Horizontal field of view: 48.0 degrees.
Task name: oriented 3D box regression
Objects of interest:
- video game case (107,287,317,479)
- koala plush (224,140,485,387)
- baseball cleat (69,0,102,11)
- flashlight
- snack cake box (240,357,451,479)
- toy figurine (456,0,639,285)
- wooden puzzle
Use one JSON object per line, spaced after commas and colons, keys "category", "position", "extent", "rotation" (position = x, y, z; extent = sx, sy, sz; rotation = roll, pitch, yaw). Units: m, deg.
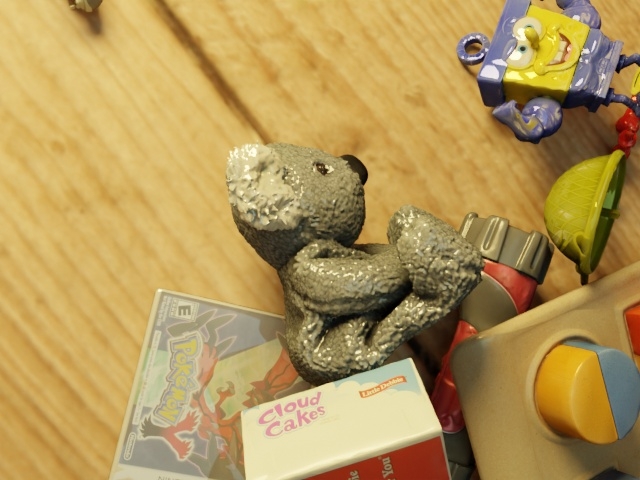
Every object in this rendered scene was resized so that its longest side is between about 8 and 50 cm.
{"category": "video game case", "position": [-0.099, 0.165, 0.726], "extent": [0.184, 0.023, 0.201], "rotation": [14, 85, -13]}
{"category": "koala plush", "position": [0.000, 0.000, 0.665], "extent": [0.203, 0.196, 0.221], "rotation": [-42, 94, 7]}
{"category": "baseball cleat", "position": [-0.235, -0.327, 0.686], "extent": [0.110, 0.072, 0.205], "rotation": [-28, 98, -19]}
{"category": "flashlight", "position": [0.144, 0.126, 0.749], "extent": [0.103, 0.103, 0.303], "rotation": [21, 85, 28]}
{"category": "snack cake box", "position": [0.040, 0.245, 0.625], "extent": [0.152, 0.089, 0.264], "rotation": [-16, 121, -2]}
{"category": "toy figurine", "position": [0.245, -0.154, 0.787], "extent": [0.217, 0.191, 0.362], "rotation": [20, 81, 17]}
{"category": "wooden puzzle", "position": [0.327, 0.194, 0.724], "extent": [0.348, 0.080, 0.321], "rotation": [-19, 99, -18]}
